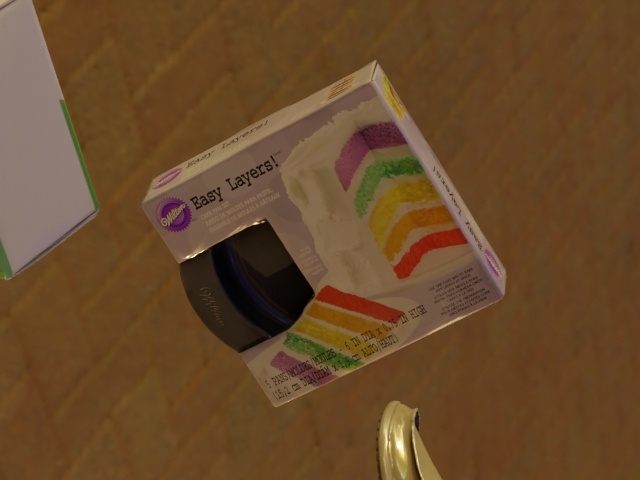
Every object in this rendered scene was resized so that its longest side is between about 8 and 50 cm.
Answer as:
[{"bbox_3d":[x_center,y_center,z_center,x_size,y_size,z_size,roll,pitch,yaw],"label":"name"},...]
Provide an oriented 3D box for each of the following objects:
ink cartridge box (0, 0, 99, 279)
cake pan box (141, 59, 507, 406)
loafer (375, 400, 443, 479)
[{"bbox_3d":[-0.349,-0.103,1.365,0.121,0.289,0.211,-43,131,-38],"label":"ink cartridge box"},{"bbox_3d":[0.000,0.000,1.510,0.246,0.267,0.070,59,19,-15],"label":"cake pan box"},{"bbox_3d":[0.113,0.298,1.810,0.102,0.092,0.268,83,3,-53],"label":"loafer"}]
